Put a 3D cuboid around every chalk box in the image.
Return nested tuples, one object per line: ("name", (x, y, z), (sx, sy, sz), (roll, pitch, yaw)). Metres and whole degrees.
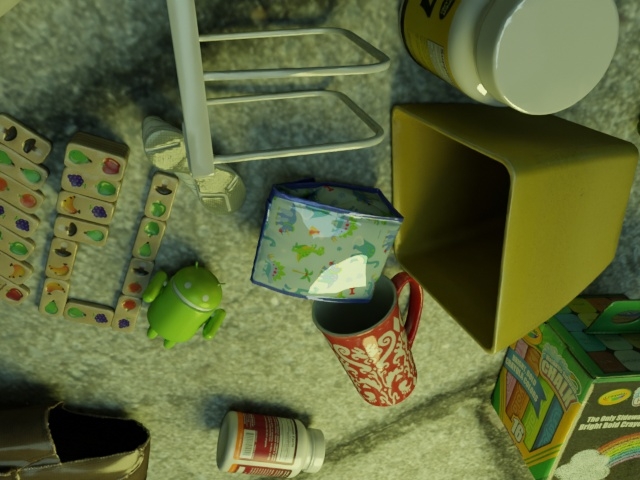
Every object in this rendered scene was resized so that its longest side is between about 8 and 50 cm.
("chalk box", (0.399, 0.193, 0.753), (0.180, 0.179, 0.289), (1, 118, -11))

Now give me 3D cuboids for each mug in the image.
("mug", (0.086, 0.134, 0.697), (0.150, 0.113, 0.169), (-21, 125, 3))

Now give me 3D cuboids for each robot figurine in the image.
("robot figurine", (-0.168, 0.080, 0.638), (0.101, 0.067, 0.115), (37, 107, -14))

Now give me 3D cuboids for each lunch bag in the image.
("lunch bag", (0.000, 0.000, 0.609), (0.151, 0.096, 0.129), (3, 120, -24))

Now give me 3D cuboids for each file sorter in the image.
("file sorter", (-0.041, -0.221, 0.419), (0.173, 0.193, 0.278), (-7, 121, -11))

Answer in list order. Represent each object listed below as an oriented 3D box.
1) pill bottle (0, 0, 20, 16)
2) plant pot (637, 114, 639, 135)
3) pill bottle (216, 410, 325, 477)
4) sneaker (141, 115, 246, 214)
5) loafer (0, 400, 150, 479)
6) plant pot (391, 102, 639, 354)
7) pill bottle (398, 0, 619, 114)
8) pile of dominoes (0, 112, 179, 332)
("pill bottle", (-0.328, -0.265, 0.378), (0.117, 0.117, 0.215), (-34, 120, 9))
("plant pot", (0.440, -0.143, 0.629), (0.079, 0.083, 0.083), (12, 117, -3))
("pill bottle", (-0.075, 0.312, 0.781), (0.152, 0.086, 0.086), (15, 116, -18))
("sneaker", (-0.135, -0.084, 0.562), (0.053, 0.061, 0.152), (-39, 139, 4))
("loafer", (-0.392, 0.254, 0.673), (0.366, 0.134, 0.130), (21, 110, -32))
("plant pot", (0.213, -0.040, 0.574), (0.187, 0.212, 0.212), (-15, 122, -16))
("pill bottle", (0.155, -0.190, 0.462), (0.119, 0.208, 0.119), (-5, 120, -9))
("pile of dominoes", (-0.286, 0.000, 0.586), (0.196, 0.040, 0.251), (15, 115, -19))
